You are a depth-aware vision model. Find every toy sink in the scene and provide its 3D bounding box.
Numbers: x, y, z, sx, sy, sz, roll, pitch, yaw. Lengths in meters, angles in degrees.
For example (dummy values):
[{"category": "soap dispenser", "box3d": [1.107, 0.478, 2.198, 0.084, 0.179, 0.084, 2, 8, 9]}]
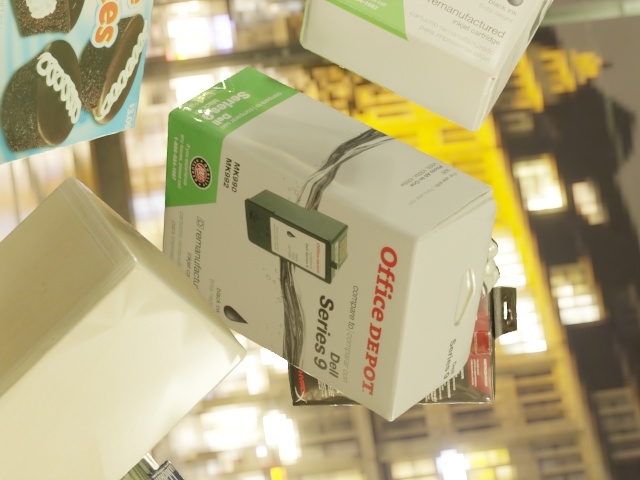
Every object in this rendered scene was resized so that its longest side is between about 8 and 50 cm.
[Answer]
[{"category": "toy sink", "box3d": [-0.203, 0.095, 1.363, 0.131, 0.234, 0.153, 47, 3, 43]}]

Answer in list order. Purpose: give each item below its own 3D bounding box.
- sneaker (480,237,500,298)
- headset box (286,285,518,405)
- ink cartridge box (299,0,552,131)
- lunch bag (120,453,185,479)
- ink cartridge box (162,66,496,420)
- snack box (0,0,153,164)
[{"category": "sneaker", "box3d": [0.111, 0.031, 1.855, 0.107, 0.118, 0.279, 39, -7, 24]}, {"category": "headset box", "box3d": [0.101, 0.096, 2.326, 0.110, 0.293, 0.218, -84, 169, -51]}, {"category": "ink cartridge box", "box3d": [0.131, -0.273, 1.788, 0.273, 0.198, 0.115, -60, 172, -25]}, {"category": "lunch bag", "box3d": [-0.304, 0.285, 1.890, 0.256, 0.305, 0.212, 50, -8, 13]}, {"category": "ink cartridge box", "box3d": [0.000, 0.000, 1.694, 0.289, 0.121, 0.211, 28, -50, 29]}, {"category": "snack box", "box3d": [-0.203, -0.227, 1.442, 0.187, 0.060, 0.322, -22, 130, -50]}]
